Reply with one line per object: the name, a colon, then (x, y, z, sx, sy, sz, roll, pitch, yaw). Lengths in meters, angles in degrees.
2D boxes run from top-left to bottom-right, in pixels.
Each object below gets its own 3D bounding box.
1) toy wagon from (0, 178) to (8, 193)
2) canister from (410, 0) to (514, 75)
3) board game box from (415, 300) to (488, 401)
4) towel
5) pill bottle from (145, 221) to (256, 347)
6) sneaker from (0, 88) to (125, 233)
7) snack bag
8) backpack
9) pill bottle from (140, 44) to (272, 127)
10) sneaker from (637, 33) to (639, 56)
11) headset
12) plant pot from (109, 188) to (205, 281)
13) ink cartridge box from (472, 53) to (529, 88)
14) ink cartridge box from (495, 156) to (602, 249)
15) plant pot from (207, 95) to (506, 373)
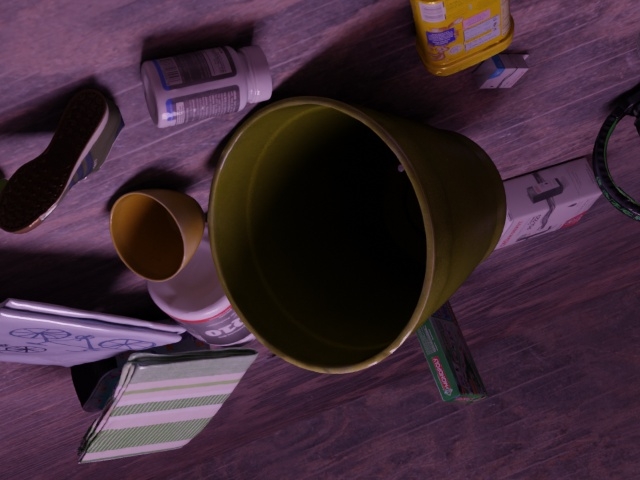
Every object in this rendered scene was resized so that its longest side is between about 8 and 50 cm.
toy wagon: (-0.498, -0.050, 1.023, 0.267, 0.068, 0.344, -19, 159, -9)
canister: (0.171, -0.285, 1.120, 0.126, 0.073, 0.170, -24, 158, 3)
board game box: (0.279, 0.219, 2.133, 0.046, 0.317, 0.213, -28, 159, 19)
towel: (-0.285, 0.297, 1.669, 0.248, 0.038, 0.325, 1, 139, -36)
pill bottle: (-0.177, 0.087, 1.558, 0.161, 0.161, 0.283, -23, 160, 1)
sneaker: (-0.294, -0.084, 1.080, 0.192, 0.064, 0.086, -54, 167, 3)
snack bag: (-0.441, 0.154, 1.463, 0.343, 0.037, 0.323, -18, 158, 42)
backpack: (-0.329, 0.244, 1.780, 0.254, 0.191, 0.225, -15, 158, -34)
pill bottle: (-0.130, -0.180, 1.060, 0.137, 0.078, 0.078, -15, 158, -18)
sneaker: (0.611, -0.342, 1.389, 0.163, 0.086, 0.226, -3, 164, -20)
headset: (0.660, -0.207, 1.613, 0.394, 0.243, 0.185, -45, 165, -3)
plant pot: (-0.221, -0.021, 1.324, 0.134, 0.134, 0.095, -39, 179, 37)
ink cartridge box: (0.273, -0.251, 1.370, 0.083, 0.028, 0.048, -9, 156, -34)
ink cartridge box: (0.445, -0.073, 1.904, 0.218, 0.092, 0.158, -15, 158, -14)
plant pot: (0.090, -0.034, 1.340, 0.366, 0.366, 0.353, -38, 167, 36)
